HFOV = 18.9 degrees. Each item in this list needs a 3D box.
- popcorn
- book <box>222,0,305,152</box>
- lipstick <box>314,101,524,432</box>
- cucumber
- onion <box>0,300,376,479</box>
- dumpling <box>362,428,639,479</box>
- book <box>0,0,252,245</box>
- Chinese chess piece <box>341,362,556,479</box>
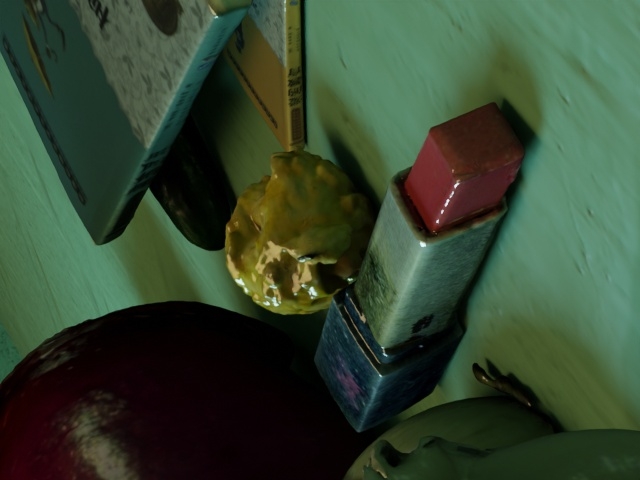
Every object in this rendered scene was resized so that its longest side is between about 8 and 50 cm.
[{"bbox_3d":[0.000,0.000,0.979,0.084,0.084,0.084,57,165,24],"label":"popcorn"},{"bbox_3d":[-0.041,-0.131,0.978,0.118,0.012,0.172,58,165,25],"label":"book"},{"bbox_3d":[0.041,0.014,0.867,0.051,0.051,0.312,61,165,17],"label":"lipstick"},{"bbox_3d":[-0.122,-0.116,1.220,0.284,0.056,0.056,66,166,-18],"label":"cucumber"},{"bbox_3d":[-0.145,0.247,1.220,0.398,0.420,0.398,164,90,-78],"label":"onion"},{"bbox_3d":[0.116,0.152,0.685,0.247,0.142,0.172,37,-178,-33],"label":"dumpling"},{"bbox_3d":[-0.144,-0.167,1.100,0.264,0.031,0.379,63,158,10],"label":"book"},{"bbox_3d":[0.092,0.182,0.907,0.238,0.092,0.238,58,165,25],"label":"Chinese chess piece"}]
